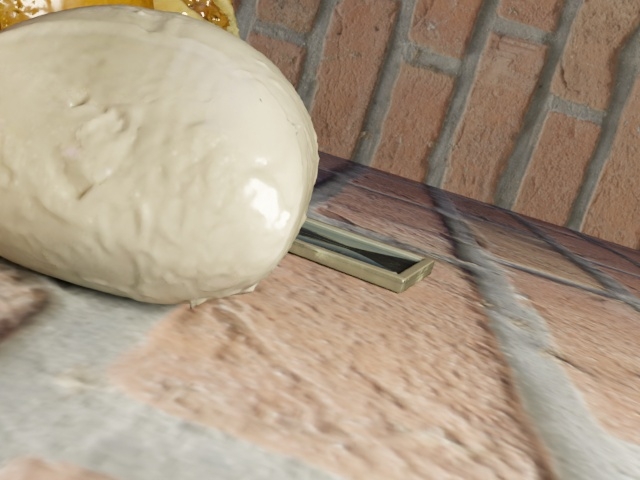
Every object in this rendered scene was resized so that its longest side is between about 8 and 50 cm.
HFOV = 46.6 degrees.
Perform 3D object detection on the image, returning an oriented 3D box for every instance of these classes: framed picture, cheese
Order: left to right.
[{"bbox_3d":[-0.093,-0.051,0.424,0.198,0.154,0.189,18,4,7],"label":"cheese"},{"bbox_3d":[0.000,0.000,0.707,0.203,0.015,0.150,20,10,16],"label":"framed picture"}]

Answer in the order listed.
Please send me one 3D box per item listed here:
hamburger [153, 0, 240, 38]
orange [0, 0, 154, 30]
[{"bbox_3d":[-0.206,-0.207,0.874,0.259,0.144,0.283,12,-29,18],"label":"hamburger"},{"bbox_3d":[-0.281,-0.205,0.628,0.274,0.274,0.274,17,9,-3],"label":"orange"}]
